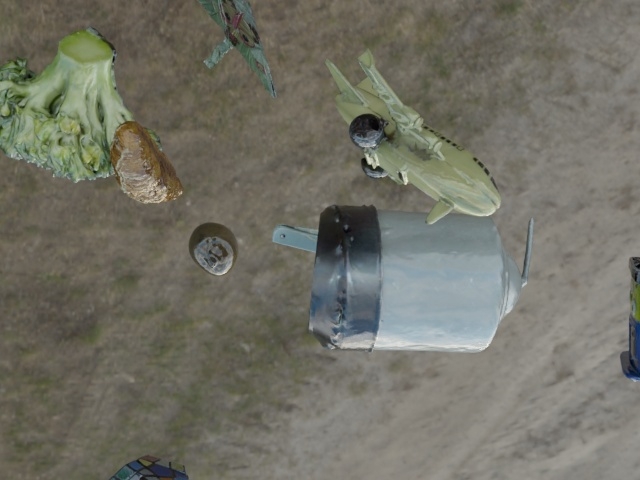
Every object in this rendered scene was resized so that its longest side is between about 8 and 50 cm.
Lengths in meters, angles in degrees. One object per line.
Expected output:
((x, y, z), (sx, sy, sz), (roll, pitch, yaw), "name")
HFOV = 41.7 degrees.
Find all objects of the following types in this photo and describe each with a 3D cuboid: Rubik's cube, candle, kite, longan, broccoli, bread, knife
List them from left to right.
((-0.417, -0.226, 1.433), (0.288, 0.248, 0.246), (-7, 139, -30), "broccoli")
((-0.277, -0.109, 1.311), (0.076, 0.105, 0.233), (-20, 160, 4), "bread")
((-0.170, 0.268, 0.830), (0.111, 0.093, 0.111), (5, 121, 8), "Rubik's cube")
((-0.208, 0.018, 1.637), (0.092, 0.113, 0.113), (-22, 136, 15), "longan")
((-0.139, -0.303, 1.279), (0.012, 0.229, 0.250), (-38, -175, -21), "kite")
((0.000, 0.000, 1.408), (0.162, 0.023, 0.044), (12, 117, 4), "knife")
((0.153, 0.061, 1.247), (0.342, 0.221, 0.221), (3, 135, -4), "candle")

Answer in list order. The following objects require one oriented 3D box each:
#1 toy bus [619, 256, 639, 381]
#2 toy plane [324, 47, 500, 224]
((0.543, 0.108, 1.081), (0.287, 0.138, 0.175), (4, 98, 17), "toy bus")
((0.093, -0.100, 0.914), (0.092, 0.244, 0.229), (-38, 152, -7), "toy plane")
